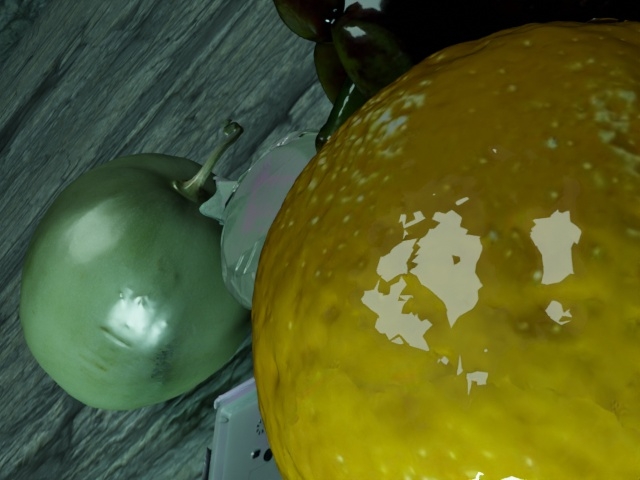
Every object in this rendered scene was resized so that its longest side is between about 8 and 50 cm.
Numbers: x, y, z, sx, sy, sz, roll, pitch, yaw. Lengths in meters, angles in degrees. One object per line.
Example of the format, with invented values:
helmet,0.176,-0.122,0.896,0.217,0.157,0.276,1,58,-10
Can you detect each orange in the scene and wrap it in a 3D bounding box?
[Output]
orange,0.125,0.065,0.533,0.340,0.340,0.293,-29,23,42

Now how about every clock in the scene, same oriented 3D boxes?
clock,-0.023,0.184,0.926,0.192,0.071,0.147,-34,39,38

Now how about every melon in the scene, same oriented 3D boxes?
melon,-0.191,0.047,1.127,0.308,0.271,0.272,102,170,-47

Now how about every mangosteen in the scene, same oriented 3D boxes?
mangosteen,0.115,-0.218,0.824,0.297,0.313,0.297,176,90,-89

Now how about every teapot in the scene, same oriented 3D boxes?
teapot,-0.001,0.013,0.946,0.221,0.178,0.163,-19,55,45
